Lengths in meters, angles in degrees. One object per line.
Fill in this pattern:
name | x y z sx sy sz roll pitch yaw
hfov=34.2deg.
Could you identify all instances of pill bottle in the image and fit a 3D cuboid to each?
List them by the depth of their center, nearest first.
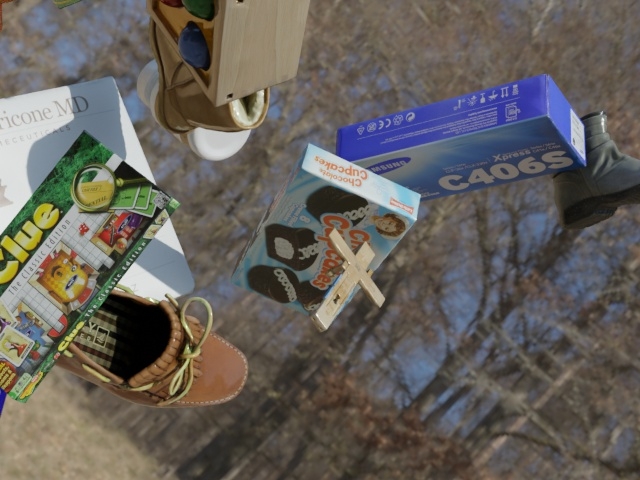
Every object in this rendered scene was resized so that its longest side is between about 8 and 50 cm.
pill bottle | -0.241 -0.252 1.929 0.229 0.131 0.131 38 -26 39

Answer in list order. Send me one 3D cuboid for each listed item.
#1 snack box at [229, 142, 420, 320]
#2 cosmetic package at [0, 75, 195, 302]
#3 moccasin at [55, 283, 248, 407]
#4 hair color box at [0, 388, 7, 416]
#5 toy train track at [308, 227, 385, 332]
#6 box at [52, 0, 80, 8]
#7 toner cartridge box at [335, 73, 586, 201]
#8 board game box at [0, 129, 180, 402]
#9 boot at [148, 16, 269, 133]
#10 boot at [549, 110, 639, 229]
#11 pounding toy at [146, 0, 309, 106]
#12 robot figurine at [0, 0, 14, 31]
snack box | 0.000 0.000 1.611 0.187 0.060 0.322 23 -40 -10
cosmetic package | -0.485 -0.016 1.759 0.327 0.329 0.394 -22 -91 48
moccasin | -0.221 0.126 1.304 0.147 0.139 0.380 2 -25 41
hair color box | -0.530 0.355 1.400 0.110 0.339 0.185 22 -49 -21
toy train track | 0.009 0.024 0.539 0.014 0.083 0.048 -30 -78 30
box | -0.122 -0.212 0.700 0.043 0.105 0.179 52 -22 -22
toner cartridge box | 0.211 -0.143 1.587 0.347 0.075 0.165 -12 -30 30
board game box | -0.276 0.024 1.081 0.136 0.260 0.030 36 -4 22
boot | -0.159 -0.269 1.512 0.269 0.089 0.236 2 -81 62
boot | 0.440 -0.127 1.568 0.246 0.083 0.161 -25 -109 39
pounding toy | -0.103 -0.202 0.895 0.181 0.094 0.206 55 -26 24
robot figurine | -0.267 -0.274 0.788 0.128 0.158 0.219 -11 -58 28
